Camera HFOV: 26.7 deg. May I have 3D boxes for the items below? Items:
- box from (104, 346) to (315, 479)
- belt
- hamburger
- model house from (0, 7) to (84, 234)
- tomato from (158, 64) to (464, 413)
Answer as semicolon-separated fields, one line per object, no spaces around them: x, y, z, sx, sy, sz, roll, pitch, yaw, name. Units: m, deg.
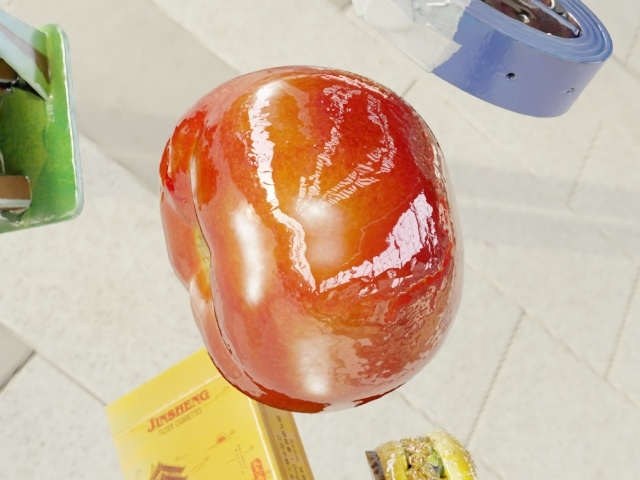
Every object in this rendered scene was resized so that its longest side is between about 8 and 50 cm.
-0.095;0.250;1.322;0.076;0.174;0.274;26;38;-56;box
0.212;-0.297;1.795;0.347;0.117;0.212;30;42;-6;belt
0.130;0.311;1.522;0.118;0.182;0.191;-15;78;0;hamburger
-0.448;-0.160;1.281;0.323;0.300;0.340;-2;85;-59;model house
0.000;0.000;1.115;0.226;0.298;0.299;-12;59;-22;tomato
